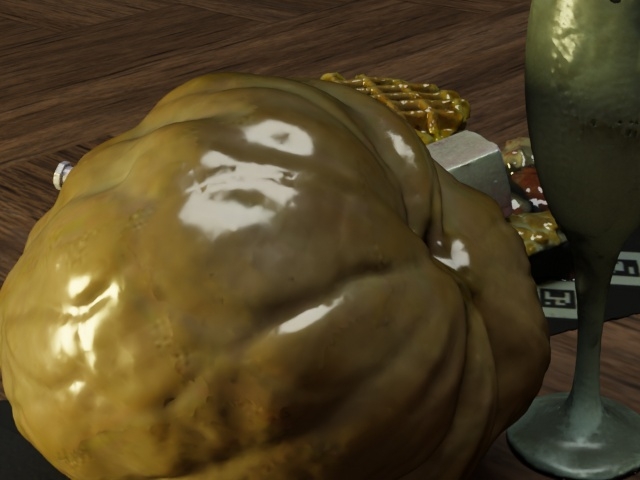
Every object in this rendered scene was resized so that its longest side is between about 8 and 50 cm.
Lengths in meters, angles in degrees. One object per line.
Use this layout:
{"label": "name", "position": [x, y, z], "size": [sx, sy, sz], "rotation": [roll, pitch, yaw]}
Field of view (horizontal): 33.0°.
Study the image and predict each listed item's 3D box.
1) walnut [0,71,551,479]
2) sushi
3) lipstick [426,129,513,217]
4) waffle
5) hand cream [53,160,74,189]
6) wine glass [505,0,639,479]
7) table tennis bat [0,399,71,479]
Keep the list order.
{"label": "walnut", "position": [-0.031, 0.044, 0.617], "size": [0.285, 0.285, 0.296], "rotation": [17, 6, 35]}
{"label": "sushi", "position": [0.180, -0.023, 0.966], "size": [0.292, 0.059, 0.294], "rotation": [-11, 31, -16]}
{"label": "lipstick", "position": [0.000, 0.000, 0.871], "size": [0.317, 0.068, 0.066], "rotation": [-22, 26, -13]}
{"label": "waffle", "position": [0.043, -0.139, 1.252], "size": [0.253, 0.056, 0.249], "rotation": [22, 35, 40]}
{"label": "hand cream", "position": [-0.204, -0.052, 1.107], "size": [0.142, 0.053, 0.084], "rotation": [13, 27, 10]}
{"label": "wine glass", "position": [0.214, 0.022, 0.594], "size": [0.096, 0.310, 0.264], "rotation": [-18, 29, -29]}
{"label": "table tennis bat", "position": [-0.200, 0.135, 0.729], "size": [0.150, 0.027, 0.236], "rotation": [16, 32, 34]}
